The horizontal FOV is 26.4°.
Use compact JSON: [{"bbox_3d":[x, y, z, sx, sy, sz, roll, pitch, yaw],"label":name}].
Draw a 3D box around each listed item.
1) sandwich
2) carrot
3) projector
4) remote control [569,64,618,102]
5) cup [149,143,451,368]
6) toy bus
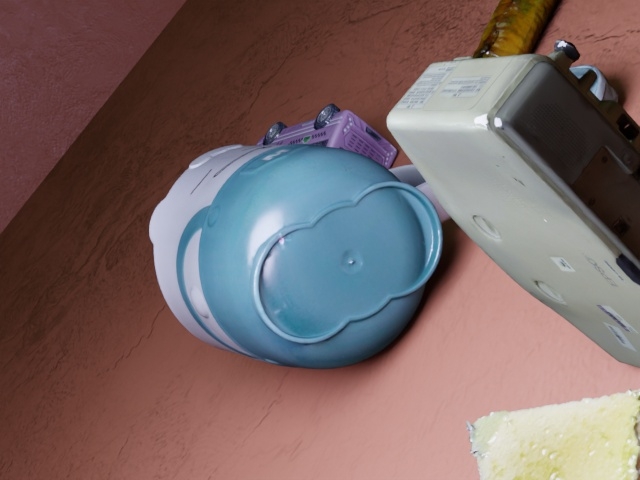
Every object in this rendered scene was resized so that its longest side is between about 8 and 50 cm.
[{"bbox_3d":[0.180,0.152,0.920,0.162,0.058,0.193,-40,22,20],"label":"sandwich"},{"bbox_3d":[0.233,-0.278,1.502,0.070,0.070,0.260,-16,42,56],"label":"carrot"},{"bbox_3d":[0.174,-0.016,0.908,0.088,0.269,0.193,-51,21,-11],"label":"projector"},{"bbox_3d":[0.194,-0.112,1.324,0.104,0.052,0.247,-58,23,-16],"label":"remote control"},{"bbox_3d":[0.000,0.000,1.343,0.289,0.219,0.257,-26,13,-22],"label":"cup"},{"bbox_3d":[-0.007,-0.084,1.625,0.199,0.096,0.108,-11,48,54],"label":"toy bus"}]
